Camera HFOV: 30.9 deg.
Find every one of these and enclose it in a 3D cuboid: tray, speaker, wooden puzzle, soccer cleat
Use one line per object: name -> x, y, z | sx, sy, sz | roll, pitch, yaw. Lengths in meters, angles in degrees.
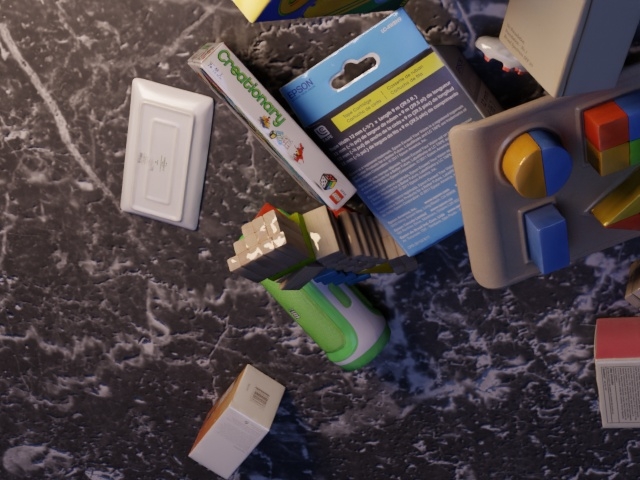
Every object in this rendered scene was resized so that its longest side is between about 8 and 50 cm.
tray -> -0.269, -0.139, 1.985 | 0.145, 0.030, 0.270 | 16, 124, 6
speaker -> -0.012, 0.087, 2.000 | 0.131, 0.131, 0.296 | -33, 108, 30
wooden puzzle -> 0.383, -0.081, 1.716 | 0.348, 0.080, 0.322 | -18, 130, -2
soccer cleat -> 0.329, -0.278, 1.721 | 0.196, 0.068, 0.076 | 20, 109, 1

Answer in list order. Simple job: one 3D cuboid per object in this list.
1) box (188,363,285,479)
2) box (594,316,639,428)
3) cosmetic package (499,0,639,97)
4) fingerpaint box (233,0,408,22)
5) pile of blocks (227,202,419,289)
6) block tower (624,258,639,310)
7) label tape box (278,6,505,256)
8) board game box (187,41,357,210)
box -> -0.158, 0.345, 2.198 | 0.091, 0.130, 0.170 | 33, 123, -8
box -> 0.579, 0.216, 1.921 | 0.232, 0.127, 0.148 | -4, 120, 17
cosmetic package -> 0.354, -0.364, 1.540 | 0.113, 0.160, 0.309 | -12, 135, -22
fingerpaint box -> 0.098, -0.485, 1.440 | 0.163, 0.371, 0.445 | 52, 124, 13
pile of blocks -> 0.000, 0.000, 1.885 | 0.362, 0.112, 0.149 | 5, 148, -39
block tower -> 0.620, 0.000, 1.772 | 0.091, 0.097, 0.335 | 36, 133, -10
label tape box -> 0.142, -0.177, 1.802 | 0.249, 0.115, 0.347 | -31, 107, 28
board game box -> -0.080, -0.182, 1.812 | 0.053, 0.193, 0.305 | -44, 106, -3
